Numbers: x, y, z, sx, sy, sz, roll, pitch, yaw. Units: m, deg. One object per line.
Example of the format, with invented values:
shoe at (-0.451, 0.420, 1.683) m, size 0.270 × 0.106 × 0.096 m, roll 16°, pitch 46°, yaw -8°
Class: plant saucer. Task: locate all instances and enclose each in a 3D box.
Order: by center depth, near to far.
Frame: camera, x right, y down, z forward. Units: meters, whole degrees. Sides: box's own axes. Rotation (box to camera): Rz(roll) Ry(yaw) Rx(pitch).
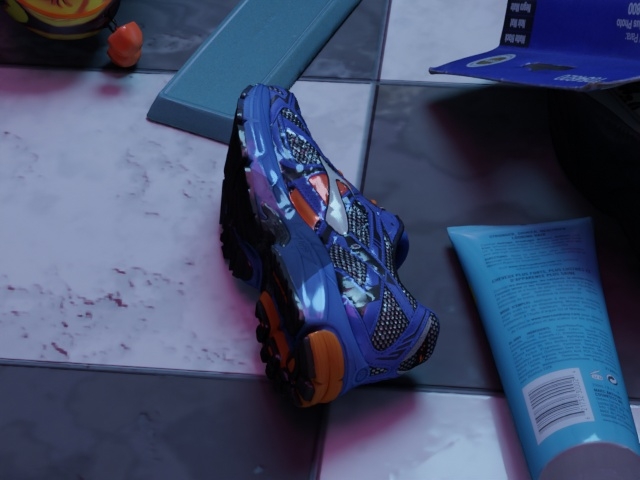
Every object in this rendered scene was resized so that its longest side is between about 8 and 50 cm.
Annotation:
plant saucer at (-0.033, -0.128, 1.186) m, size 0.067 × 0.018 × 0.192 m, roll 18°, pitch 46°, yaw 20°

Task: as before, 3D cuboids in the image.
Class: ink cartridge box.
ink cartridge box at (0.198, -0.130, 1.066) m, size 0.224 × 0.045 × 0.223 m, roll -13°, pitch 12°, yaw -18°

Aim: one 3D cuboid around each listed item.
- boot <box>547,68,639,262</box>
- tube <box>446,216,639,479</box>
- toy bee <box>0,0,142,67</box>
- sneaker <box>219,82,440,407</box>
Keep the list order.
boot at (0.244, -0.044, 1.021) m, size 0.178 × 0.085 × 0.236 m, roll -15°, pitch 34°, yaw -13°
tube at (0.117, 0.051, 0.967) m, size 0.080 × 0.052 × 0.207 m, roll -1°, pitch 38°, yaw -5°
toy bee at (-0.154, -0.190, 1.179) m, size 0.162 × 0.298 × 0.195 m, roll 38°, pitch 10°, yaw -1°
sneaker at (0.000, 0.000, 1.014) m, size 0.087 × 0.083 × 0.221 m, roll -2°, pitch 47°, yaw -19°
